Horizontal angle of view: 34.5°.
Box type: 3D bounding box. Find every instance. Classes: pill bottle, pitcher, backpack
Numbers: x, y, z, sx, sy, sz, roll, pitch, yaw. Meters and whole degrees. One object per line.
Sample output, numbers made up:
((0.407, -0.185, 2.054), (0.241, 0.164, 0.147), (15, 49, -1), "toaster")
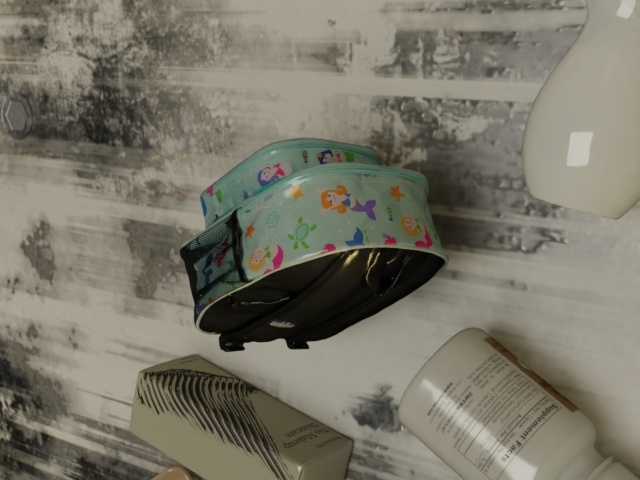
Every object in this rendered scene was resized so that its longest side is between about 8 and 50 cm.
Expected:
((0.201, 0.205, 1.035), (0.229, 0.131, 0.131), (41, 120, 24), "pill bottle")
((0.284, -0.121, 0.930), (0.178, 0.125, 0.207), (18, 98, 17), "pitcher")
((0.000, 0.000, 1.084), (0.253, 0.225, 0.191), (-26, 65, 48), "backpack")

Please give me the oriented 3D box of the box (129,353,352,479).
((-0.104, 0.244, 1.287), (0.275, 0.113, 0.094), (22, 110, 31), "box")

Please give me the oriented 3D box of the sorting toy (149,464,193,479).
((-0.196, 0.433, 1.442), (0.193, 0.038, 0.208), (-39, 80, 35), "sorting toy")
